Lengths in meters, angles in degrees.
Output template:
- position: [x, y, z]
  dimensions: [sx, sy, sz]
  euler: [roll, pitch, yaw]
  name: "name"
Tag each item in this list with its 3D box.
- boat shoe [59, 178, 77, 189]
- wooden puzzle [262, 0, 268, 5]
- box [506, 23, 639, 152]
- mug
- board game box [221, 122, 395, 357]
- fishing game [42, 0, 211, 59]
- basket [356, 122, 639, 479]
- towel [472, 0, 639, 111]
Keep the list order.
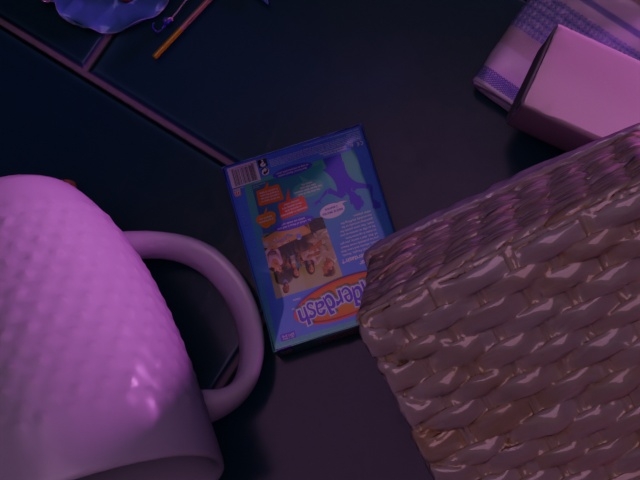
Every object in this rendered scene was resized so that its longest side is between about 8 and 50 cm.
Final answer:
- position: [-0.334, -0.020, 1.433]
  dimensions: [0.152, 0.056, 0.049]
  euler: [-23, 71, 1]
  name: "boat shoe"
- position: [-0.053, -0.327, 1.489]
  dimensions: [0.078, 0.014, 0.116]
  euler: [31, 83, 17]
  name: "wooden puzzle"
- position: [0.332, -0.108, 1.307]
  dimensions: [0.275, 0.113, 0.094]
  euler: [25, 85, 1]
  name: "box"
- position: [-0.233, 0.108, 1.307]
  dimensions: [0.374, 0.276, 0.328]
  euler: [-11, 66, -26]
  name: "mug"
- position: [0.000, 0.000, 1.391]
  dimensions: [0.160, 0.047, 0.210]
  euler: [-17, 76, 3]
  name: "board game box"
- position: [-0.241, -0.328, 1.499]
  dimensions: [0.189, 0.041, 0.264]
  euler: [-43, 76, -6]
  name: "fishing game"
- position: [0.241, 0.106, 1.162]
  dimensions: [0.331, 0.266, 0.328]
  euler: [-25, 97, 10]
  name: "basket"
- position: [0.322, -0.219, 1.408]
  dimensions: [0.209, 0.034, 0.285]
  euler: [35, 84, 13]
  name: "towel"
